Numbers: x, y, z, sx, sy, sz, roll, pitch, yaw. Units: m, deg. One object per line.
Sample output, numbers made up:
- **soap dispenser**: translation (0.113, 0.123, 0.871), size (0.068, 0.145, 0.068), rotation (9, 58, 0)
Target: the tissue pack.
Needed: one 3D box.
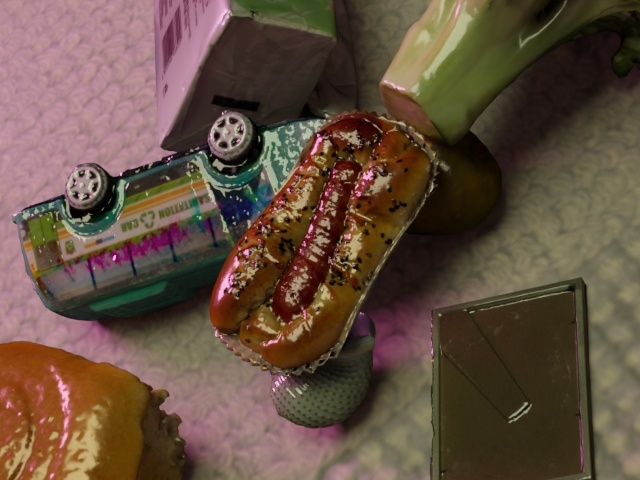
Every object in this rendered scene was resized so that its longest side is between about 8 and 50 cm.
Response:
- **tissue pack**: translation (-0.039, -0.189, 1.457), size (0.159, 0.145, 0.229), rotation (123, 149, -46)

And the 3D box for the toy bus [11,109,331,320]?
- **toy bus**: translation (-0.091, -0.018, 1.391), size (0.261, 0.091, 0.109), rotation (-18, 74, 20)

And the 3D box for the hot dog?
- **hot dog**: translation (0.000, 0.000, 1.271), size (0.108, 0.059, 0.191), rotation (26, 78, 29)

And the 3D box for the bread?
- **bread**: translation (-0.213, 0.159, 1.326), size (0.245, 0.121, 0.174), rotation (9, 63, 31)

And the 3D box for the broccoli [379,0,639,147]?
- **broccoli**: translation (0.136, -0.171, 1.283), size (0.243, 0.247, 0.263), rotation (-55, 13, -7)

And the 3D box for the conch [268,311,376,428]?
- **conch**: translation (0.005, 0.089, 1.294), size (0.085, 0.057, 0.076), rotation (-24, 37, 5)

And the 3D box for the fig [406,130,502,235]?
- **fig**: translation (0.082, -0.036, 1.327), size (0.088, 0.074, 0.074), rotation (-46, 42, 33)

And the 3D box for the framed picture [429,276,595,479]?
- **framed picture**: translation (0.123, 0.099, 1.251), size (0.109, 0.011, 0.149), rotation (-12, 54, 21)
